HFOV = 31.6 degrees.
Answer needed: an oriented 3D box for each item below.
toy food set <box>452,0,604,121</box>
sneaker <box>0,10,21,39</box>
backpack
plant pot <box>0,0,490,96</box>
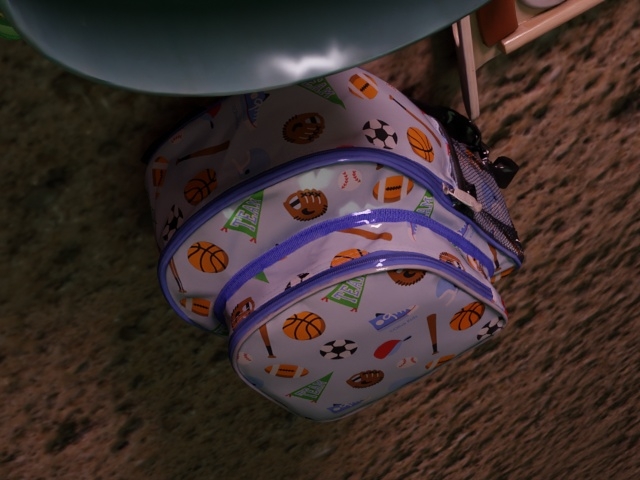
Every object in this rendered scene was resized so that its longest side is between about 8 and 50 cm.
[{"bbox_3d":[0.228,-0.239,0.862,0.306,0.092,0.219,-29,143,-7],"label":"toy food set"},{"bbox_3d":[-0.079,-0.195,0.687,0.295,0.109,0.123,-20,170,-27],"label":"sneaker"},{"bbox_3d":[0.000,0.000,0.861,0.276,0.213,0.263,-36,133,17],"label":"backpack"},{"bbox_3d":[-0.028,-0.241,0.501,0.293,0.235,0.293,-18,162,-6],"label":"plant pot"}]
